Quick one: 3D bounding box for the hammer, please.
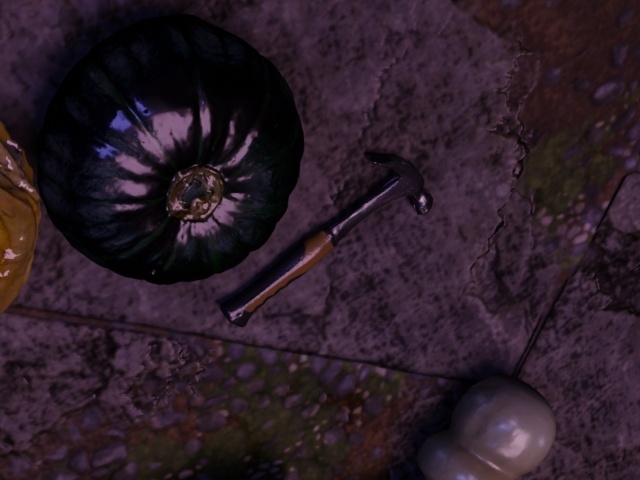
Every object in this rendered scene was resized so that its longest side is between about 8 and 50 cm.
[{"bbox_3d":[0.000,0.000,1.350,0.201,0.021,0.078,-37,130,-4],"label":"hammer"}]

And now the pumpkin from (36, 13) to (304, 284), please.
[{"bbox_3d":[-0.106,-0.061,1.176,0.202,0.140,0.202,-12,122,-20],"label":"pumpkin"}]

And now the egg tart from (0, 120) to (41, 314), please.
[{"bbox_3d":[-0.308,-0.012,1.118,0.241,0.106,0.241,-14,128,-19],"label":"egg tart"}]

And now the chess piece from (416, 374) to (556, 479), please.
[{"bbox_3d":[0.123,0.232,1.508,0.133,0.133,0.243,29,97,-39],"label":"chess piece"}]
